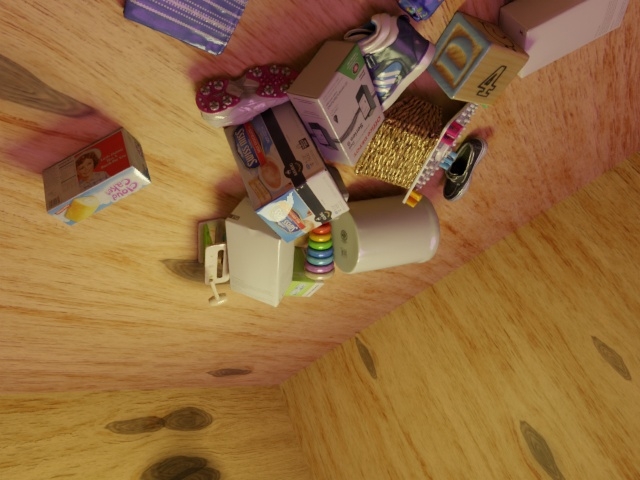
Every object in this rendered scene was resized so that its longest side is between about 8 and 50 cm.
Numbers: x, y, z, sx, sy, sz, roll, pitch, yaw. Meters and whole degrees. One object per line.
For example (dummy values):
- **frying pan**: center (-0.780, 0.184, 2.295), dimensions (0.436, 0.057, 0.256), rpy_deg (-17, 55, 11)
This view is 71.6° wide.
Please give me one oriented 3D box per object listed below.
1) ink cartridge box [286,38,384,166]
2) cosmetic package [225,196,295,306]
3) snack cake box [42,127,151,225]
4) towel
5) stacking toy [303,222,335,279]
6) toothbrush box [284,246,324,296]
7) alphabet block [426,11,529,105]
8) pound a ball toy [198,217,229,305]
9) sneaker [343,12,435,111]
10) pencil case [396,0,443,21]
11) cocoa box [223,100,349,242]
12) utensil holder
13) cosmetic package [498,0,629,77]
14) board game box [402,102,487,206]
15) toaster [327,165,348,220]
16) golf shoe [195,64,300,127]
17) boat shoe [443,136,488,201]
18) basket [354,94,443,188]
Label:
- **ink cartridge box**: center (0.057, -0.389, 1.287), dimensions (0.211, 0.122, 0.289), rpy_deg (-58, 145, -14)
- **cosmetic package**: center (-0.220, 0.049, 1.654), dimensions (0.156, 0.218, 0.384), rpy_deg (-59, 166, -44)
- **snack cake box**: center (-0.616, -0.174, 1.219), dimensions (0.265, 0.152, 0.089), rpy_deg (-27, 151, 3)
- **towel**: center (-0.258, -0.587, 0.965), dimensions (0.243, 0.040, 0.336), rpy_deg (8, 134, -41)
- **stacking toy**: center (0.000, 0.000, 1.895), dimensions (0.141, 0.141, 0.329), rpy_deg (-11, 121, -24)
- **toothbrush box**: center (-0.149, 0.135, 2.001), dimensions (0.284, 0.206, 0.122), rpy_deg (8, 137, -45)
- **alphabet block**: center (0.485, -0.564, 1.397), dimensions (0.197, 0.192, 0.193), rpy_deg (-4, 146, -34)
- **pound a ball toy**: center (-0.392, 0.091, 1.747), dimensions (0.136, 0.208, 0.319), rpy_deg (-12, 147, -22)
- **sneaker**: center (0.152, -0.525, 1.310), dimensions (0.237, 0.130, 0.323), rpy_deg (22, 153, -21)
- **pencil case**: center (0.333, -0.699, 1.130), dimensions (0.306, 0.133, 0.119), rpy_deg (-36, -179, 19)
- **cocoa box**: center (-0.105, -0.215, 1.340), dimensions (0.228, 0.346, 0.231), rpy_deg (-29, 149, 7)
- **utensil holder**: center (0.264, -0.035, 1.938), dimensions (0.386, 0.327, 0.327), rpy_deg (-8, 146, -23)
- **cosmetic package**: center (0.769, -0.710, 1.413), dimensions (0.366, 0.155, 0.197), rpy_deg (-26, 150, 2)
- **board game box**: center (0.487, -0.350, 1.677), dimensions (0.390, 0.050, 0.389), rpy_deg (-43, 164, -37)
- **toaster**: center (0.015, -0.169, 1.670), dimensions (0.110, 0.185, 0.168), rpy_deg (-6, 144, -23)
- **golf shoe**: center (-0.194, -0.400, 1.248), dimensions (0.307, 0.115, 0.140), rpy_deg (-17, 165, -12)
- **boat shoe**: center (0.609, -0.311, 1.968), dimensions (0.119, 0.121, 0.334), rpy_deg (-12, 137, -29)
- **basket**: center (0.271, -0.366, 1.573), dimensions (0.223, 0.213, 0.299), rpy_deg (16, 148, -3)
